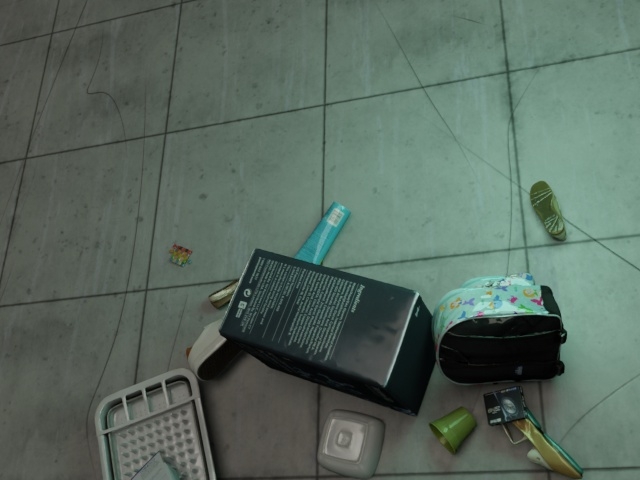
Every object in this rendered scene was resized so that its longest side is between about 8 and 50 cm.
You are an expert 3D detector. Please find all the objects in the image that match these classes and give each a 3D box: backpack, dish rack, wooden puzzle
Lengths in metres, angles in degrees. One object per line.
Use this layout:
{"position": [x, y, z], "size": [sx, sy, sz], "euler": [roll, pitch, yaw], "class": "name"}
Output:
{"position": [0.357, 0.189, 1.586], "size": [0.254, 0.225, 0.191], "euler": [-9, 39, 1], "class": "backpack"}
{"position": [-0.386, 0.499, 1.824], "size": [0.286, 0.072, 0.332], "euler": [-22, 60, 9], "class": "dish rack"}
{"position": [-0.380, 0.042, 2.073], "size": [0.083, 0.006, 0.049], "euler": [20, 74, 27], "class": "wooden puzzle"}

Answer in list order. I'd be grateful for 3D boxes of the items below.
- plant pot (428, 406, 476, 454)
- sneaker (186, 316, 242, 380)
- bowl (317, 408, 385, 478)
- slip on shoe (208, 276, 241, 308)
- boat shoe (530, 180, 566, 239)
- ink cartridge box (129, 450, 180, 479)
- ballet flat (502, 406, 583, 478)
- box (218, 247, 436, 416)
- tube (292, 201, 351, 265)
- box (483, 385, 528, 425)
{"position": [0.287, 0.397, 1.623], "size": [0.079, 0.083, 0.083], "euler": [-36, 58, -12], "class": "plant pot"}
{"position": [-0.214, 0.207, 1.879], "size": [0.290, 0.106, 0.123], "euler": [-39, 39, -11], "class": "sneaker"}
{"position": [0.062, 0.447, 1.693], "size": [0.142, 0.053, 0.142], "euler": [7, 71, 24], "class": "bowl"}
{"position": [-0.220, 0.129, 1.955], "size": [0.135, 0.051, 0.041], "euler": [-29, 99, -4], "class": "slip on shoe"}
{"position": [0.530, -0.070, 1.770], "size": [0.056, 0.048, 0.153], "euler": [-30, 52, 19], "class": "boat shoe"}
{"position": [-0.395, 0.611, 1.688], "size": [0.223, 0.045, 0.224], "euler": [-46, 29, -3], "class": "ink cartridge box"}
{"position": [0.437, 0.409, 1.564], "size": [0.073, 0.080, 0.232], "euler": [-44, 50, 7], "class": "ballet flat"}
{"position": [0.034, 0.203, 1.677], "size": [0.396, 0.293, 0.212], "euler": [13, 72, 26], "class": "box"}
{"position": [0.000, 0.000, 1.930], "size": [0.080, 0.052, 0.207], "euler": [31, 85, 34], "class": "tube"}
{"position": [0.381, 0.341, 1.574], "size": [0.083, 0.018, 0.067], "euler": [-23, 59, 34], "class": "box"}
